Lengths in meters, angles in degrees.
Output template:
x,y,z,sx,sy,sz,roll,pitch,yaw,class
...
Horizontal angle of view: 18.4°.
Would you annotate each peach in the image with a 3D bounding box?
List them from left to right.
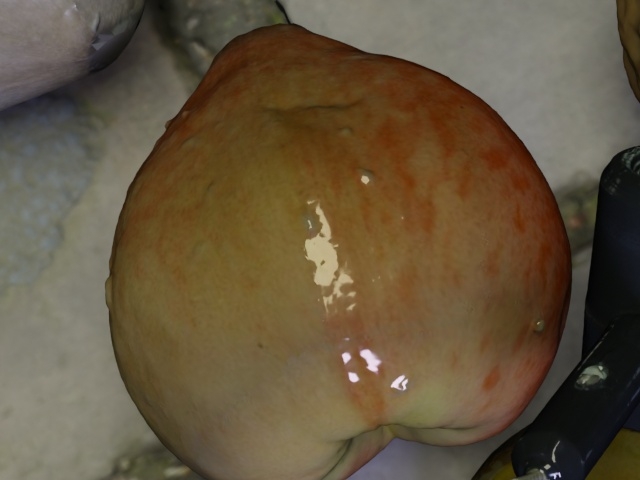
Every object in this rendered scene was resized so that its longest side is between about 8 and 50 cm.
x,y,z,sx,sy,sz,roll,pitch,yaw,class
0.000,0.000,0.922,0.232,0.232,0.232,-1,74,4,peach

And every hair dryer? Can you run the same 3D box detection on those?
x,y,z,sx,sy,sz,roll,pitch,yaw,class
0.126,0.049,0.855,0.071,0.219,0.124,14,120,24,hair dryer

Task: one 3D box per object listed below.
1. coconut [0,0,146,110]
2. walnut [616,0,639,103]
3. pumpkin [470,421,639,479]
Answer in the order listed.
x,y,z,sx,sy,sz,roll,pitch,yaw,class
-0.175,-0.172,0.983,0.241,0.241,0.241,-1,74,4,coconut
0.232,-0.087,0.957,0.155,0.155,0.184,-34,63,-5,walnut
0.150,0.168,0.917,0.217,0.110,0.217,-3,74,10,pumpkin
